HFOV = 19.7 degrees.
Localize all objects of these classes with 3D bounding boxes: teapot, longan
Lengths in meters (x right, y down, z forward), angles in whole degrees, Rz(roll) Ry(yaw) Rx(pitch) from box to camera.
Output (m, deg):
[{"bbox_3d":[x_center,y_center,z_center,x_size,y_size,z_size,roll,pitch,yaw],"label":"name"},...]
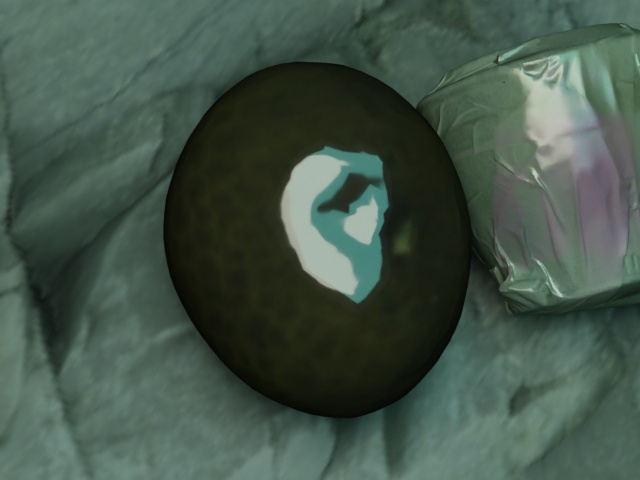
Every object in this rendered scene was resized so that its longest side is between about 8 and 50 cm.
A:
[{"bbox_3d":[0.169,-0.037,1.190,0.163,0.221,0.178,-16,86,25],"label":"teapot"},{"bbox_3d":[0.000,0.000,1.108,0.198,0.198,0.212,-26,85,-16],"label":"longan"}]
